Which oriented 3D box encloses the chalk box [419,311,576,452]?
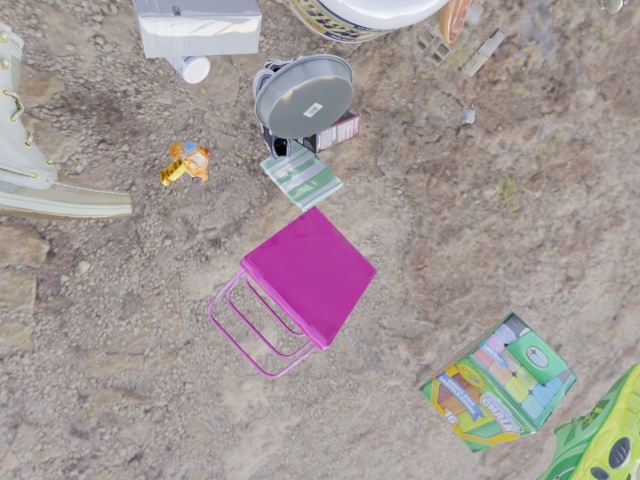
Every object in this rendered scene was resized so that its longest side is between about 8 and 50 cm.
[{"bbox_3d":[0.278,0.213,0.648,0.132,0.132,0.213,-28,156,-31],"label":"chalk box"}]

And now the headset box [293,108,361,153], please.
[{"bbox_3d":[0.023,-0.516,1.869,0.293,0.218,0.110,-28,139,-29],"label":"headset box"}]

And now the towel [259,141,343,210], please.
[{"bbox_3d":[-0.085,-0.301,1.898,0.247,0.038,0.325,-35,71,-14],"label":"towel"}]

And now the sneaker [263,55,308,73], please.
[{"bbox_3d":[-0.122,-0.686,1.724,0.234,0.153,0.094,4,134,-2],"label":"sneaker"}]

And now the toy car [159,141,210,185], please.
[{"bbox_3d":[-0.147,-0.083,0.489,0.040,0.122,0.060,-36,121,6],"label":"toy car"}]

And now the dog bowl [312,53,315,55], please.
[{"bbox_3d":[-0.036,-0.511,1.524,0.073,0.166,0.297,17,128,-5],"label":"dog bowl"}]

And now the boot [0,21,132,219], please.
[{"bbox_3d":[-0.277,-0.105,0.384,0.213,0.077,0.165,8,83,-37],"label":"boot"}]

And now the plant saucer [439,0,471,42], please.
[{"bbox_3d":[0.352,-0.619,1.084,0.037,0.200,0.200,23,103,20],"label":"plant saucer"}]

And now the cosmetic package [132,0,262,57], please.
[{"bbox_3d":[-0.250,-0.456,0.857,0.237,0.107,0.127,-15,68,-19],"label":"cosmetic package"}]

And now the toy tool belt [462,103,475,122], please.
[{"bbox_3d":[0.677,-0.580,1.925,0.052,0.051,0.084,-6,102,-56],"label":"toy tool belt"}]

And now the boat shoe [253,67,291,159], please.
[{"bbox_3d":[-0.176,-0.484,1.654,0.127,0.158,0.341,-17,134,-8],"label":"boat shoe"}]

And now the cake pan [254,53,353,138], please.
[{"bbox_3d":[-0.035,-0.380,1.161,0.293,0.293,0.054,-22,73,-7],"label":"cake pan"}]

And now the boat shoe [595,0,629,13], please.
[{"bbox_3d":[0.545,-0.448,0.772,0.043,0.137,0.049,-10,112,24],"label":"boat shoe"}]

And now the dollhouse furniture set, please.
[{"bbox_3d":[0.497,-0.722,1.466,0.242,0.212,0.161,40,65,-1],"label":"dollhouse furniture set"}]

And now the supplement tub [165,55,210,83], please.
[{"bbox_3d":[-0.307,-0.415,0.948,0.071,0.071,0.107,-41,78,1],"label":"supplement tub"}]

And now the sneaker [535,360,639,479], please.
[{"bbox_3d":[0.426,0.289,0.639,0.295,0.123,0.109,-38,93,-18],"label":"sneaker"}]

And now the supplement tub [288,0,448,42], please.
[{"bbox_3d":[0.058,-0.400,0.575,0.228,0.316,0.229,-2,111,-6],"label":"supplement tub"}]

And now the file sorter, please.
[{"bbox_3d":[-0.053,0.099,0.850,0.202,0.290,0.182,46,122,0],"label":"file sorter"}]
